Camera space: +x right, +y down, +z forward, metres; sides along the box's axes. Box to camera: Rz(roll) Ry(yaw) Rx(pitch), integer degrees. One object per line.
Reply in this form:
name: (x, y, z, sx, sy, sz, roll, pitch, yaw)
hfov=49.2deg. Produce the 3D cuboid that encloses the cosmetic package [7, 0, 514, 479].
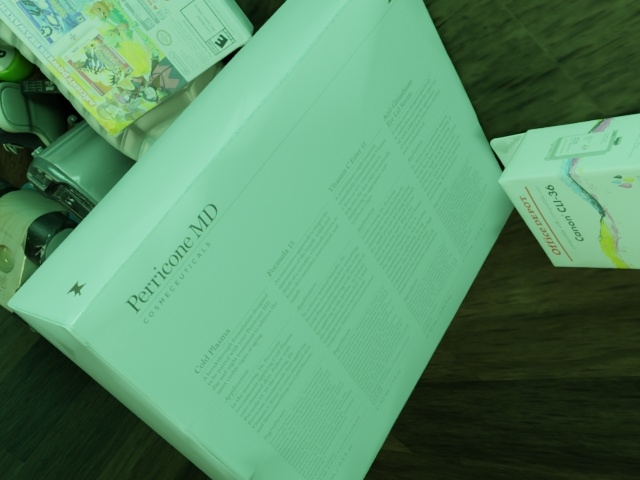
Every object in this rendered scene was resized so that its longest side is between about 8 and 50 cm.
cosmetic package: (0.000, 0.000, 0.557, 0.097, 0.377, 0.284, 8, 143, 43)

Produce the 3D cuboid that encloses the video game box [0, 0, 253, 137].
video game box: (-0.198, -0.229, 0.673, 0.187, 0.048, 0.205, -31, 119, 16)

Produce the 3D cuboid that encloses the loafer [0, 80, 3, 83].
loafer: (-0.644, -0.301, 1.142, 0.319, 0.112, 0.111, 23, 160, 27)

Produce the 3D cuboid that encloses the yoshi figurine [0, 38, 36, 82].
yoshi figurine: (-0.573, -0.299, 0.949, 0.362, 0.203, 0.203, 7, 112, 5)

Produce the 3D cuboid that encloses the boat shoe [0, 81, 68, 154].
boat shoe: (-0.448, -0.177, 1.037, 0.079, 0.095, 0.254, -7, -173, 2)

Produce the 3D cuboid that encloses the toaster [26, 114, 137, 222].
toaster: (-0.315, -0.086, 1.064, 0.227, 0.146, 0.129, 43, 154, -15)

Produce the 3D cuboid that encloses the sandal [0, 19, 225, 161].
sandal: (-0.242, -0.237, 0.758, 0.169, 0.102, 0.416, -38, 116, 24)

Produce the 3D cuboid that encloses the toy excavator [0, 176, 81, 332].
toy excavator: (-0.545, 0.061, 1.552, 0.222, 0.445, 0.433, 27, 112, 19)

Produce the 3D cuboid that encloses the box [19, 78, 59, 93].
box: (-0.364, -0.216, 0.978, 0.083, 0.067, 0.018, 2, 101, 20)

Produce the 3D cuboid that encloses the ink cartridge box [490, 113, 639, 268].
ink cartridge box: (0.231, -0.036, 0.573, 0.198, 0.067, 0.115, -1, 137, 52)
